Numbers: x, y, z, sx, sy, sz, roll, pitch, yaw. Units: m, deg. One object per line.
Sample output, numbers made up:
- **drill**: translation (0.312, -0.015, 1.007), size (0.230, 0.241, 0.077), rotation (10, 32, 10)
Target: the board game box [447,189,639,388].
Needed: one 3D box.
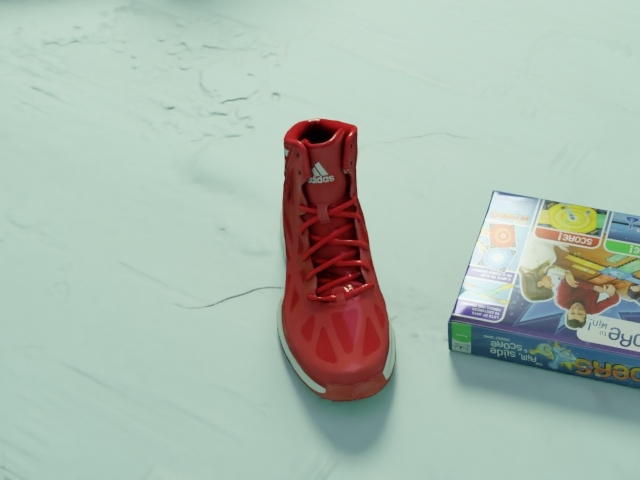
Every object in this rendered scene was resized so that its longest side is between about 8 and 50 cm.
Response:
- **board game box**: translation (0.206, 0.038, 1.075), size (0.201, 0.035, 0.136), rotation (11, 50, 16)

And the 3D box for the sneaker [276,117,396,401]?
- **sneaker**: translation (0.000, 0.000, 1.067), size (0.087, 0.128, 0.221), rotation (-12, 47, -4)
